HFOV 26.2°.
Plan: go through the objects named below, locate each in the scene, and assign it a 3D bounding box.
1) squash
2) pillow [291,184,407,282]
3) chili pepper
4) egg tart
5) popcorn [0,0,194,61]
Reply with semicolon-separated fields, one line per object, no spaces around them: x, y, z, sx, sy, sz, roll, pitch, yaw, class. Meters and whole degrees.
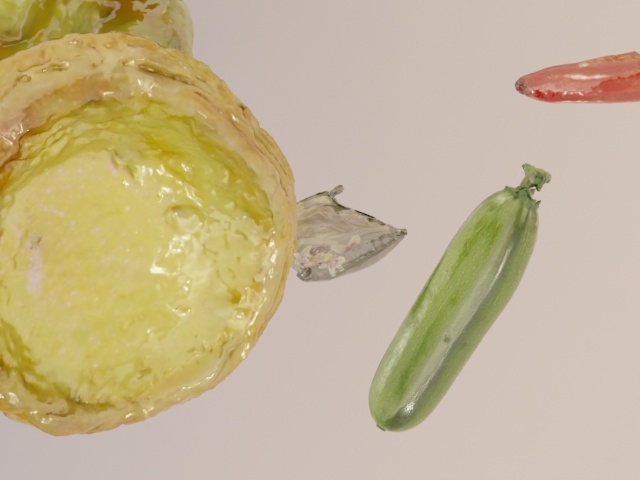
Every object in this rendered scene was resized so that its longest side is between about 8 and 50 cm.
0.169;0.074;1.659;0.379;0.101;0.101;-62;-155;16;squash
0.000;0.000;1.808;0.169;0.059;0.255;-21;-159;-16;pillow
0.323;-0.200;1.726;0.088;0.168;0.065;-142;-132;-73;chili pepper
-0.158;-0.010;0.942;0.294;0.294;0.123;-56;-144;4;egg tart
-0.271;-0.194;1.063;0.274;0.279;0.335;-56;-143;4;popcorn
